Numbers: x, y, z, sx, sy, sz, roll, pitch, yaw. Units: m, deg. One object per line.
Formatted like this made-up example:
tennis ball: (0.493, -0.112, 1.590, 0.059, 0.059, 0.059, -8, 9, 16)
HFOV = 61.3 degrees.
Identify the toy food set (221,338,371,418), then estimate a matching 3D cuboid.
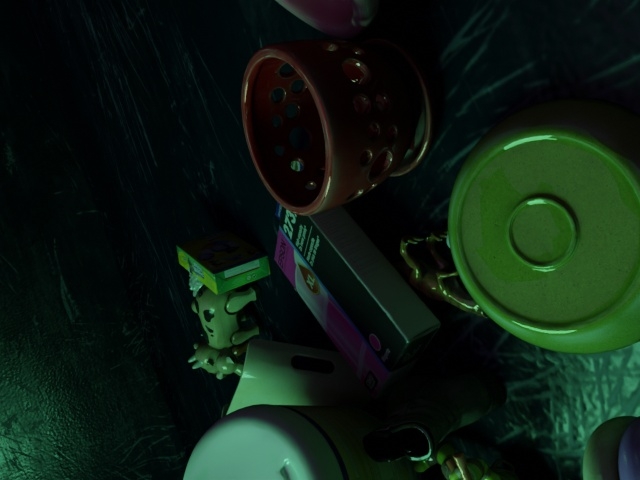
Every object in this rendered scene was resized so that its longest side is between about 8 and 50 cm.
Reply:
toy food set: (-0.051, 0.275, 0.987, 0.306, 0.219, 0.092, 114, 164, -49)

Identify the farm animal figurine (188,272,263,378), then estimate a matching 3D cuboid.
farm animal figurine: (-0.208, 0.228, 1.220, 0.330, 0.172, 0.327, 10, 116, 55)

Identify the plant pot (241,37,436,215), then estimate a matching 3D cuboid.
plant pot: (0.023, -0.143, 0.639, 0.191, 0.174, 0.191, 34, 135, 42)

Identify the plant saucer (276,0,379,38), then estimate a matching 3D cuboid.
plant saucer: (-0.053, -0.366, 0.579, 0.332, 0.084, 0.332, 40, -178, -2)

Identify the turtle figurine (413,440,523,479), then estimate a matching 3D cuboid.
turtle figurine: (0.209, 0.313, 0.681, 0.269, 0.087, 0.217, 45, 161, -17)

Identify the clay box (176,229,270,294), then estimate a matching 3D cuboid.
clay box: (-0.221, 0.036, 1.174, 0.222, 0.127, 0.053, 27, 129, 48)

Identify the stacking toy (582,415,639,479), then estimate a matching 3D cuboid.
stacking toy: (0.347, 0.154, 0.354, 0.141, 0.141, 0.330, 60, 144, 15)

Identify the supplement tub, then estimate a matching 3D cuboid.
supplement tub: (-0.006, 0.361, 0.777, 0.241, 0.331, 0.241, -10, 70, 29)

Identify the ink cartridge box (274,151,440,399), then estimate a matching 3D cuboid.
ink cartridge box: (0.014, 0.037, 0.797, 0.371, 0.069, 0.176, 54, 151, 29)

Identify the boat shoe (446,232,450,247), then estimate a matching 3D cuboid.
boat shoe: (0.193, 0.018, 0.590, 0.142, 0.049, 0.040, 44, 140, 40)

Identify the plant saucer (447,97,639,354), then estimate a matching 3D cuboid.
plant saucer: (0.211, -0.009, 0.501, 0.241, 0.037, 0.241, 12, 106, 46)

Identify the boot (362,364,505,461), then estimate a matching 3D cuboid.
boot: (0.115, 0.240, 0.729, 0.083, 0.161, 0.246, 63, 148, 12)

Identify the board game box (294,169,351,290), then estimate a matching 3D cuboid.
board game box: (0.000, 0.000, 0.900, 0.124, 0.039, 0.259, 34, 131, 44)

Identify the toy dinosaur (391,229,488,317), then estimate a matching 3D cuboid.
toy dinosaur: (0.128, 0.042, 0.692, 0.211, 0.064, 0.112, 23, 127, 51)
